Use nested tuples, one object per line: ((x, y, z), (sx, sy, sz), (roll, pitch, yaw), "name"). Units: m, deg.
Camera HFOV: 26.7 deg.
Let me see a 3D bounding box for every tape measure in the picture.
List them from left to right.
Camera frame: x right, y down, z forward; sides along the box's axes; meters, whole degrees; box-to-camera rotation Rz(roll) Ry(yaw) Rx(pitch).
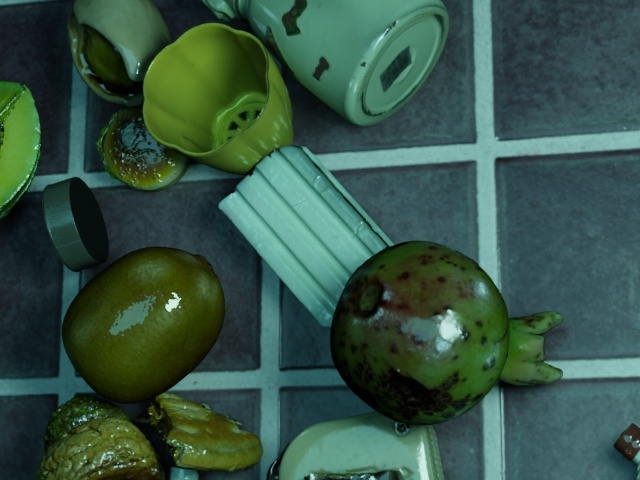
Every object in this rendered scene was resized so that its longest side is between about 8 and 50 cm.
((0.052, 0.365, 1.745), (0.231, 0.133, 0.271), (-14, 77, 11), "tape measure")

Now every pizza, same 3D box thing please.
((-0.188, 0.267, 1.852), (0.194, 0.154, 0.069), (28, 107, 45), "pizza")

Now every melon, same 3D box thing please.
((-0.535, -0.116, 2.022), (0.169, 0.129, 0.265), (21, 68, 40), "melon")

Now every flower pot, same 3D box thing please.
((-0.126, -0.181, 1.883), (0.195, 0.179, 0.195), (-7, 71, 20), "flower pot")

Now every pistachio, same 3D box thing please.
((-0.292, -0.293, 1.975), (0.153, 0.138, 0.238), (0, 48, -18), "pistachio")

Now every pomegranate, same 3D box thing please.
((0.153, 0.115, 1.713), (0.242, 0.306, 0.242), (-2, 87, 42), "pomegranate")

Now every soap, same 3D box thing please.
((0.000, 0.000, 1.865), (0.150, 0.094, 0.261), (-43, 72, 8), "soap")

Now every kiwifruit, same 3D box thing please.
((-0.237, 0.110, 1.848), (0.234, 0.196, 0.196), (-43, 70, -5), "kiwifruit")

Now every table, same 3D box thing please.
((-0.352, -0.024, 1.940), (0.043, 0.133, 0.133), (-18, 74, 9), "table")

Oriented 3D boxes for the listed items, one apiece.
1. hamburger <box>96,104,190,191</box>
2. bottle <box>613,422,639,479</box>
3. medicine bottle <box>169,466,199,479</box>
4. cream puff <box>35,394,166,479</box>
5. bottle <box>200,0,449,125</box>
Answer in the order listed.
((-0.258, -0.136, 1.966), (0.141, 0.081, 0.126), (32, 87, 18), "hamburger")
((0.469, 0.315, 1.655), (0.245, 0.104, 0.104), (38, 89, 19), "bottle")
((-0.192, 0.356, 1.855), (0.047, 0.047, 0.083), (5, 78, 16), "medicine bottle")
((-0.319, 0.297, 1.856), (0.183, 0.183, 0.169), (-38, 52, 4), "cream puff")
((-0.005, -0.342, 1.884), (0.351, 0.229, 0.229), (41, 90, 23), "bottle")
